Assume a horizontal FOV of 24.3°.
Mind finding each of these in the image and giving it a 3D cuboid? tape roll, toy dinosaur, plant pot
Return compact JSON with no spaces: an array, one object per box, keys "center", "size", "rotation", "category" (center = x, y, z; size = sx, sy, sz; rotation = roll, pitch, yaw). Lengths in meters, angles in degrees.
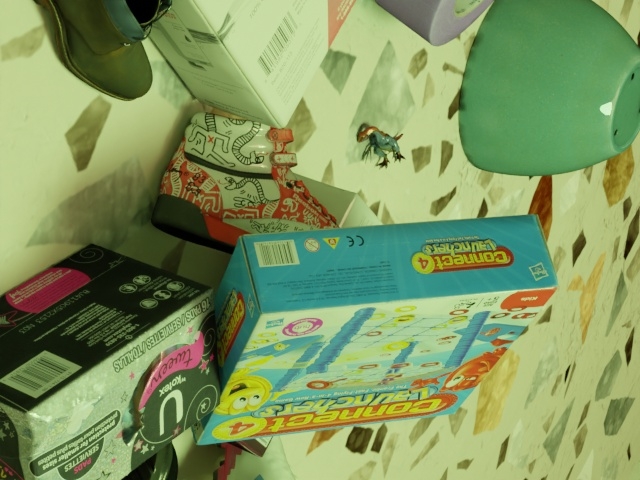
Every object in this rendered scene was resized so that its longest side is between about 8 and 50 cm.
[{"center":[0.180,-0.362,1.727],"size":[0.275,0.090,0.275],"rotation":[-48,169,-13],"category":"tape roll"},{"center":[0.073,-0.124,1.870],"size":[0.090,0.047,0.082],"rotation":[-89,158,-43],"category":"toy dinosaur"},{"center":[0.352,-0.214,2.103],"size":[0.290,0.195,0.290],"rotation":[-35,135,-45],"category":"plant pot"}]

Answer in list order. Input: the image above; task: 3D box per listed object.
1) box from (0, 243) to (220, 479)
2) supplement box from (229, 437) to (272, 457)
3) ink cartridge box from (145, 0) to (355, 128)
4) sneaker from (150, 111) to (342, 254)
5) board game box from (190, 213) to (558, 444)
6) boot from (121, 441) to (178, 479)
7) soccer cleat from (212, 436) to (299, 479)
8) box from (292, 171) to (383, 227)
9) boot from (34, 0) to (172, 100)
[{"center":[-0.229,0.132,1.371],"size":[0.247,0.163,0.142],"rotation":[-36,134,-45],"category":"box"},{"center":[-0.078,0.137,1.686],"size":[0.188,0.104,0.081],"rotation":[-62,151,-13],"category":"supplement box"},{"center":[-0.081,-0.274,1.422],"size":[0.207,0.117,0.283],"rotation":[-61,149,-16],"category":"ink cartridge box"},{"center":[-0.030,-0.041,1.547],"size":[0.090,0.270,0.145],"rotation":[163,-54,-73],"category":"sneaker"},{"center":[0.039,0.094,1.501],"size":[0.308,0.086,0.302],"rotation":[-5,151,-19],"category":"board game box"},{"center":[-0.201,0.345,1.573],"size":[0.260,0.131,0.348],"rotation":[23,98,-54],"category":"boot"},{"center":[-0.056,0.314,1.684],"size":[0.331,0.143,0.116],"rotation":[-82,173,-53],"category":"soccer cleat"},{"center":[0.000,0.000,1.708],"size":[0.091,0.130,0.170],"rotation":[-63,149,-11],"category":"box"},{"center":[-0.178,-0.186,1.324],"size":[0.082,0.106,0.219],"rotation":[-59,148,-19],"category":"boot"}]
